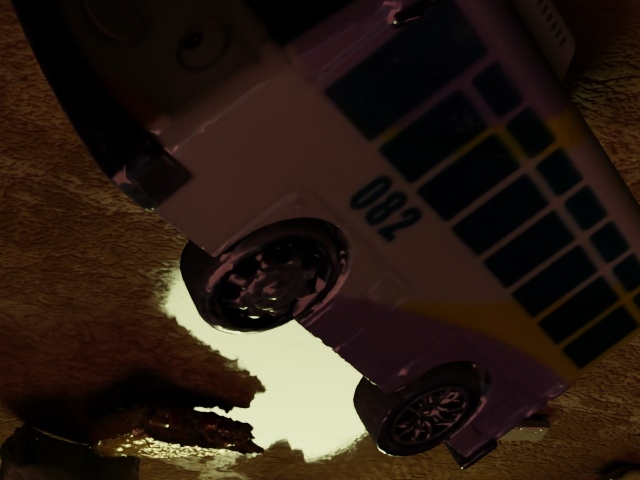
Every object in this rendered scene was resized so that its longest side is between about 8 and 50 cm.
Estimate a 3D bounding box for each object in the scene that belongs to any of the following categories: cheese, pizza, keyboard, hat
[{"bbox_3d":[0.378,0.301,1.700,0.084,0.041,0.060,25,139,-10],"label":"cheese"},{"bbox_3d":[-0.153,0.207,1.532,0.199,0.062,0.188,9,164,-24],"label":"pizza"},{"bbox_3d":[0.172,0.209,1.565,0.166,0.017,0.055,2,156,-1],"label":"keyboard"},{"bbox_3d":[-0.283,0.332,1.565,0.149,0.244,0.214,3,176,12],"label":"hat"}]

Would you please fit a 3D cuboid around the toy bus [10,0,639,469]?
[{"bbox_3d":[0.039,-0.059,0.830,0.249,0.209,0.440,-37,141,9],"label":"toy bus"}]
